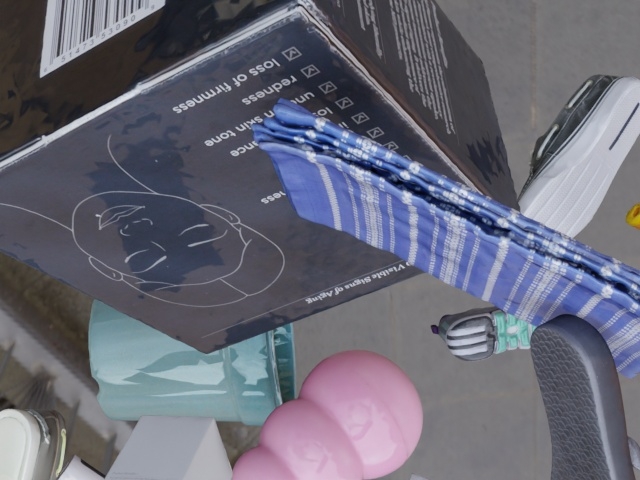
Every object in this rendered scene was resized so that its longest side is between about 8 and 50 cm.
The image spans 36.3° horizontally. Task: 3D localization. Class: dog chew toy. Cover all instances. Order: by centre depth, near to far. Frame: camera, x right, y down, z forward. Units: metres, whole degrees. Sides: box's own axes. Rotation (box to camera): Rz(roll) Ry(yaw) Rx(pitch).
[{"bbox_3d":[0.000,0.317,1.508,0.331,0.206,0.207,-35,120,-24],"label":"dog chew toy"}]

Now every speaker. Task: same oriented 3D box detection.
[{"bbox_3d":[-0.351,0.399,1.548,0.136,0.055,0.055,37,111,-9],"label":"speaker"}]

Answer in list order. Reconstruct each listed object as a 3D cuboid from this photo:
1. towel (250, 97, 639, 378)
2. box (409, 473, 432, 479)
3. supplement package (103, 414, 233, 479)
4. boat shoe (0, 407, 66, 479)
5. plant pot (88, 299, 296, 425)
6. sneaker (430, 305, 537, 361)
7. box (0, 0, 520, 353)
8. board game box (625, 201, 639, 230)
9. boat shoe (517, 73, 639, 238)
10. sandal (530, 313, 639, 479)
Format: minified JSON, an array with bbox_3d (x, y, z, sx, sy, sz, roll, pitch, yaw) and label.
[{"bbox_3d":[0.110,0.013,0.751,0.335,0.243,0.040,27,80,12],"label":"towel"},{"bbox_3d":[0.078,0.425,1.092,0.063,0.067,0.324,39,70,-33],"label":"box"},{"bbox_3d":[-0.191,0.307,1.173,0.105,0.179,0.105,-3,122,20],"label":"supplement package"},{"bbox_3d":[-0.421,0.372,1.317,0.109,0.091,0.305,20,94,26],"label":"boat shoe"},{"bbox_3d":[-0.229,0.190,1.793,0.333,0.341,0.341,-4,118,3],"label":"plant pot"},{"bbox_3d":[0.269,0.110,1.361,0.223,0.098,0.083,-5,101,-14],"label":"sneaker"},{"bbox_3d":[-0.096,-0.132,1.124,0.479,0.298,0.471,-22,144,24],"label":"box"},{"bbox_3d":[0.321,-0.121,0.459,0.050,0.390,0.390,24,101,-9],"label":"board game box"},{"bbox_3d":[0.392,-0.119,1.552,0.335,0.119,0.121,-51,124,-5],"label":"boat shoe"},{"bbox_3d":[0.228,0.174,0.777,0.054,0.097,0.255,-22,115,-22],"label":"sandal"}]
